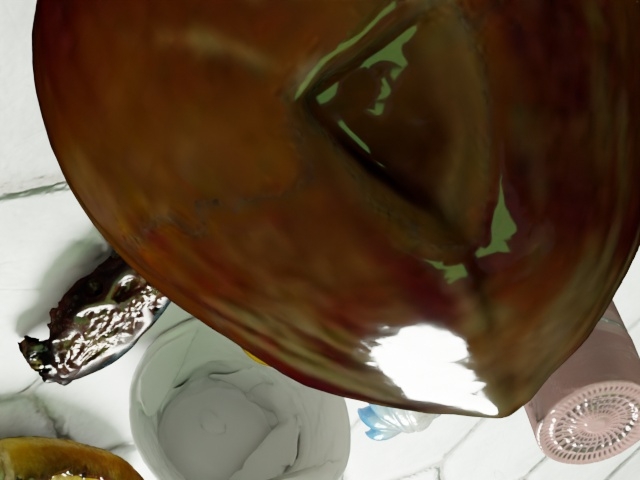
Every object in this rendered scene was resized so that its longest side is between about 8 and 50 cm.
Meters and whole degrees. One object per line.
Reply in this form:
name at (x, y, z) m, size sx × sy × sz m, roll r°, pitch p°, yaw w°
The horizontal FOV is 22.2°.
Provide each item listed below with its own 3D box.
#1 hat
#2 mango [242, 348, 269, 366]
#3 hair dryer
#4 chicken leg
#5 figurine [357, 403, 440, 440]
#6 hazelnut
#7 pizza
hat at (-0.082, 0.169, 1.466) m, size 0.203 × 0.203 × 0.126 m, roll -26°, pitch 170°, yaw -21°
mango at (0.000, 0.000, 1.355) m, size 0.138 × 0.113 × 0.253 m, roll -11°, pitch 134°, yaw -33°
hair dryer at (0.147, 0.094, 1.620) m, size 0.352 × 0.210 × 0.125 m, roll 8°, pitch 130°, yaw -20°
chicken leg at (-0.155, 0.019, 1.275) m, size 0.106 × 0.051 × 0.253 m, roll -2°, pitch 132°, yaw -39°
figurine at (0.087, 0.153, 1.714) m, size 0.114 × 0.079 × 0.114 m, roll -5°, pitch 107°, yaw -19°
hazelnut at (0.017, -0.094, 0.986) m, size 0.402 × 0.402 × 0.429 m, roll -38°, pitch 168°, yaw 1°
pizza at (-0.266, 0.277, 1.486) m, size 0.251 × 0.074 × 0.288 m, roll 3°, pitch 132°, yaw -49°
